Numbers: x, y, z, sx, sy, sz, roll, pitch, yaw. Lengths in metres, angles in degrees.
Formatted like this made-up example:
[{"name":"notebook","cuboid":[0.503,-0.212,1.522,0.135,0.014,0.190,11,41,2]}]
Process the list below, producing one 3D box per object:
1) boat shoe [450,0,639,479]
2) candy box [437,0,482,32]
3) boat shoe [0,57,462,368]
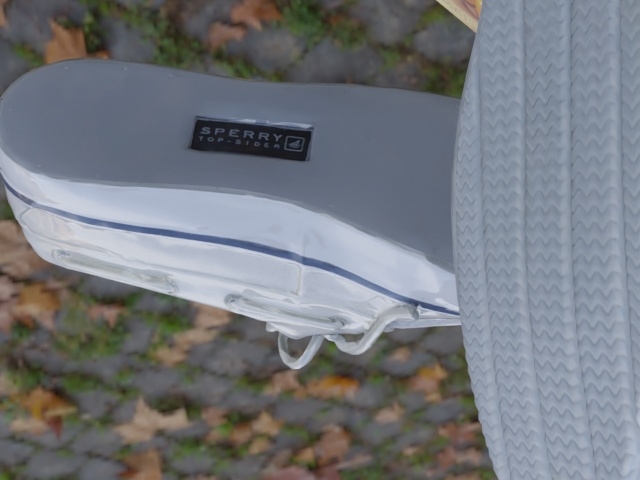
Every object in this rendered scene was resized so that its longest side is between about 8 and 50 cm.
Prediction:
[{"name":"boat shoe","cuboid":[0.098,-0.063,0.355,0.094,0.302,0.109,-1,-173,-22]},{"name":"candy box","cuboid":[0.216,-0.350,1.508,0.087,0.183,0.316,-26,141,-24]},{"name":"boat shoe","cuboid":[-0.003,0.007,0.824,0.367,0.136,0.156,8,142,2]}]
